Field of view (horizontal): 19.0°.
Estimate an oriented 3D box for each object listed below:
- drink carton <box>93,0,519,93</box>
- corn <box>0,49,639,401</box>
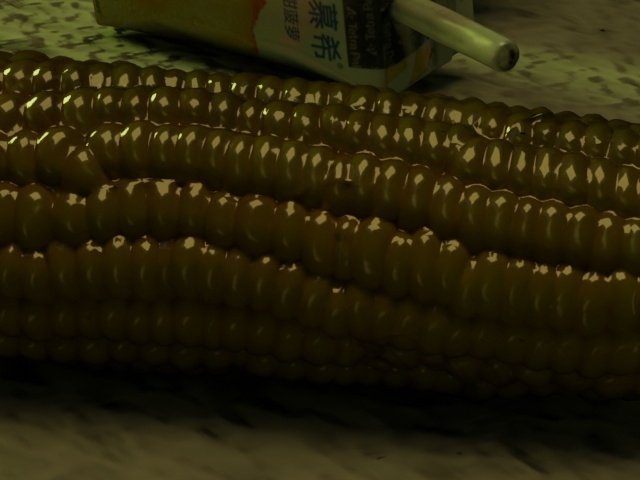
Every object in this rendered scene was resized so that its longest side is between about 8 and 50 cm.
[{"bbox_3d":[0.003,-0.101,0.703,0.200,0.084,0.074,18,37,33],"label":"drink carton"},{"bbox_3d":[0.000,0.000,0.456,0.231,0.080,0.080,7,22,7],"label":"corn"}]
